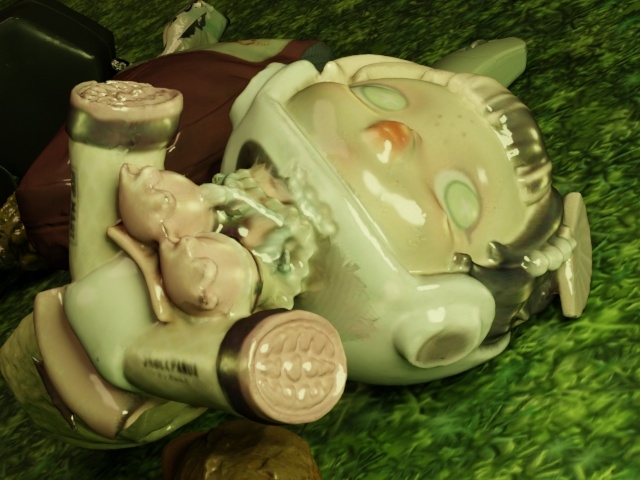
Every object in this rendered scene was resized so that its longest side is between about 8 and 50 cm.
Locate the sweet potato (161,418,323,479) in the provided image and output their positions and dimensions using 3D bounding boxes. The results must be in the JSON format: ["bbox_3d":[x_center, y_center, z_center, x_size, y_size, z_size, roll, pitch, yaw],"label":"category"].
[{"bbox_3d":[-0.047,0.172,0.997,0.114,0.092,0.341,-47,20,5],"label":"sweet potato"}]

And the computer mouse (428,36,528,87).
[{"bbox_3d":[0.134,-0.152,1.518,0.089,0.056,0.181,4,40,49],"label":"computer mouse"}]

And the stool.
[{"bbox_3d":[-0.379,-0.204,2.099,0.232,0.232,0.141,-26,22,14],"label":"stool"}]

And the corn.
[{"bbox_3d":[-0.239,-0.076,1.805,0.320,0.097,0.097,-37,22,-20],"label":"corn"}]

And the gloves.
[{"bbox_3d":[-0.198,-0.207,2.024,0.127,0.111,0.212,20,79,48],"label":"gloves"}]

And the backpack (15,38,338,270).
[{"bbox_3d":[-0.133,-0.067,1.477,0.283,0.197,0.317,-17,15,27],"label":"backpack"}]

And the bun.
[{"bbox_3d":[-0.133,0.083,1.246,0.220,0.134,0.220,-28,-7,-3],"label":"bun"}]

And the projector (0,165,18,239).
[{"bbox_3d":[-0.526,-0.026,2.047,0.337,0.108,0.108,-10,30,43],"label":"projector"}]

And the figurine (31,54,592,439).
[{"bbox_3d":[-0.004,-0.009,1.056,0.361,0.253,0.211,-17,-12,-37],"label":"figurine"}]
